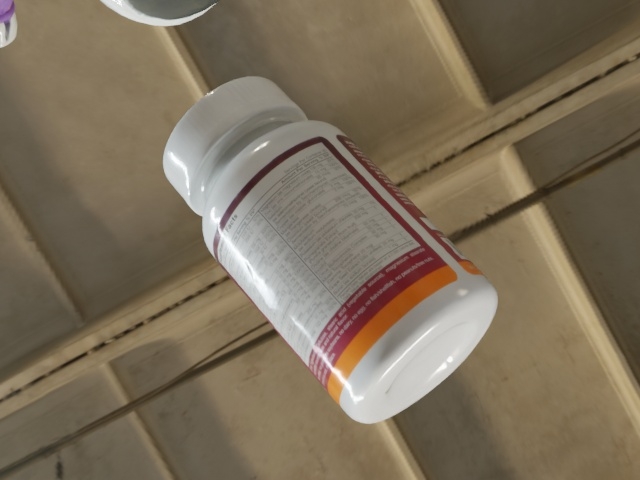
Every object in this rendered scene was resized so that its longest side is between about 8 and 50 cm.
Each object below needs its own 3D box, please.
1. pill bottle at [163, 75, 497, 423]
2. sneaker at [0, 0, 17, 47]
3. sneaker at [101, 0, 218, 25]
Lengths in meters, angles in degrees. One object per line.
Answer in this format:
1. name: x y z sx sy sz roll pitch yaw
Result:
1. pill bottle: 0.000 0.000 0.674 0.121 0.121 0.221 -45 -114 6
2. sneaker: -0.325 -0.206 0.828 0.095 0.236 0.104 39 -59 8
3. sneaker: 0.029 -0.150 0.218 0.147 0.104 0.296 49 -56 31
